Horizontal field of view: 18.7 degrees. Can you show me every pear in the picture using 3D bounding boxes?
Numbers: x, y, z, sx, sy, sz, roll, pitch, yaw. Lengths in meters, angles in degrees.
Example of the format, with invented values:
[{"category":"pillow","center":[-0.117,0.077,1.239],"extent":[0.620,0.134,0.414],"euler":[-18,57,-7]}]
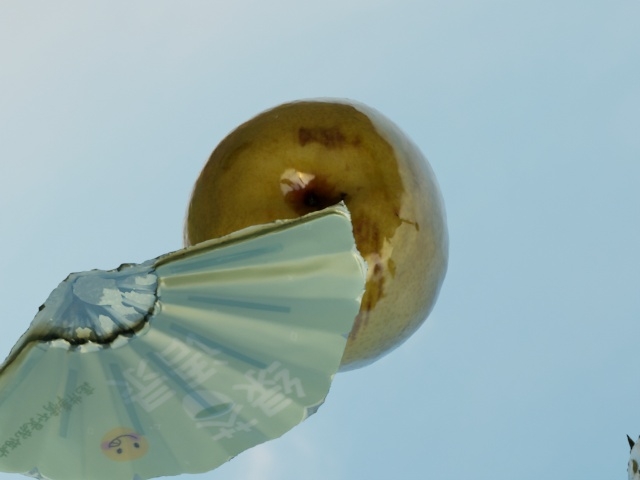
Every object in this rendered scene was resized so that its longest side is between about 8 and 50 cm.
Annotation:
[{"category":"pear","center":[0.000,0.000,1.453],"extent":[0.209,0.209,0.209],"euler":[-33,-152,20]}]

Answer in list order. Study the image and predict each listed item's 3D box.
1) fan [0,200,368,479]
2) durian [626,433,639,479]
[{"category":"fan","center":[-0.068,0.056,0.884],"extent":[0.240,0.131,0.009],"euler":[-32,-148,24]},{"category":"durian","center":[0.216,0.207,1.240],"extent":[0.193,0.138,0.237],"euler":[-46,174,22]}]
